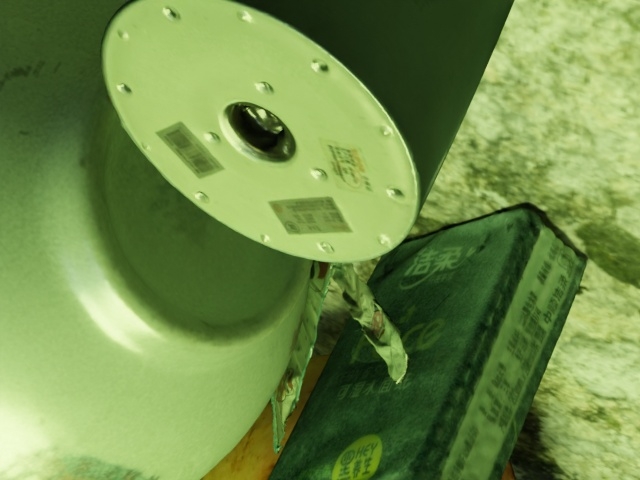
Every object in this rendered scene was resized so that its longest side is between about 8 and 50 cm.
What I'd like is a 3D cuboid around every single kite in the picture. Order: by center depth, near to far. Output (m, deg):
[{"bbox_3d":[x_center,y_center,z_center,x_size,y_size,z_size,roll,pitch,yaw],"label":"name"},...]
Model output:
[{"bbox_3d":[0.000,0.000,0.839,0.011,0.335,0.314,4,-157,-23],"label":"kite"}]

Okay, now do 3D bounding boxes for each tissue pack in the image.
[{"bbox_3d":[0.073,0.110,0.869,0.081,0.257,0.185,42,148,-22],"label":"tissue pack"}]

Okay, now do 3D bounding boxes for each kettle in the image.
[{"bbox_3d":[0.005,-0.127,0.602,0.210,0.243,0.160,-5,132,43],"label":"kettle"}]

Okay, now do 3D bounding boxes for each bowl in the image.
[{"bbox_3d":[-0.131,-0.010,0.729,0.196,0.435,0.435,-11,129,42],"label":"bowl"}]

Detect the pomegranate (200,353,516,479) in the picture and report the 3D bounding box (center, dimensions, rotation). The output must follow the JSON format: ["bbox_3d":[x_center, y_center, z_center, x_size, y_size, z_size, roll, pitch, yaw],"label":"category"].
[{"bbox_3d":[0.051,0.260,1.083,0.338,0.338,0.338,23,149,15],"label":"pomegranate"}]
